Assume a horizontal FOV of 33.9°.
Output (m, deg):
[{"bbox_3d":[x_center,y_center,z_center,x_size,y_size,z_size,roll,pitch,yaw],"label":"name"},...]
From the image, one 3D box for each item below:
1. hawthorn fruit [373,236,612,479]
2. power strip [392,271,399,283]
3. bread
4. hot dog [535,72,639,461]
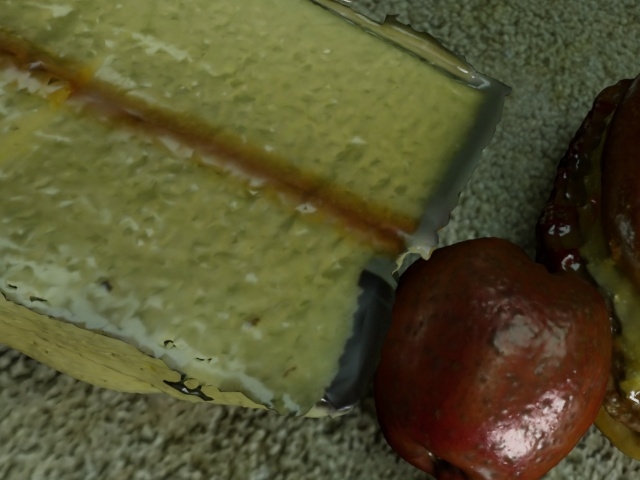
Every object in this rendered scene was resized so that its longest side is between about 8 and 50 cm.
[{"bbox_3d":[0.121,0.093,0.773,0.189,0.189,0.189,12,59,-20],"label":"hawthorn fruit"},{"bbox_3d":[0.000,0.000,0.799,0.076,0.028,0.169,-26,47,-3],"label":"power strip"},{"bbox_3d":[-0.106,-0.083,0.661,0.405,0.242,0.346,46,55,-42],"label":"bread"},{"bbox_3d":[0.304,-0.016,0.906,0.223,0.185,0.405,32,54,-8],"label":"hot dog"}]
